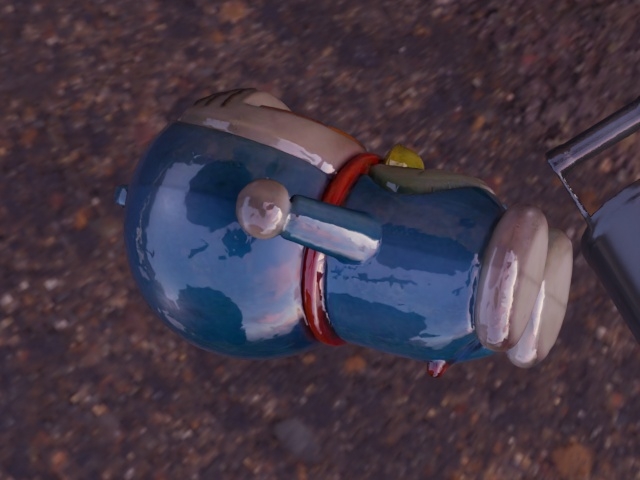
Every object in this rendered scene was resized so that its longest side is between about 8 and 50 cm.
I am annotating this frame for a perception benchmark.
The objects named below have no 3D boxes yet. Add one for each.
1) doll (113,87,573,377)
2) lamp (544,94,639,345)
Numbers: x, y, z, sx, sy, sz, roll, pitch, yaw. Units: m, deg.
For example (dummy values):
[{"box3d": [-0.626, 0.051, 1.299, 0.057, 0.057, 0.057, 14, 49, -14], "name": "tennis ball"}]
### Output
[{"box3d": [0.000, 0.000, 0.524, 0.152, 0.114, 0.085, 12, 80, 26], "name": "doll"}, {"box3d": [0.234, 0.047, 0.979, 0.147, 0.172, 0.227, -32, 57, 10], "name": "lamp"}]
